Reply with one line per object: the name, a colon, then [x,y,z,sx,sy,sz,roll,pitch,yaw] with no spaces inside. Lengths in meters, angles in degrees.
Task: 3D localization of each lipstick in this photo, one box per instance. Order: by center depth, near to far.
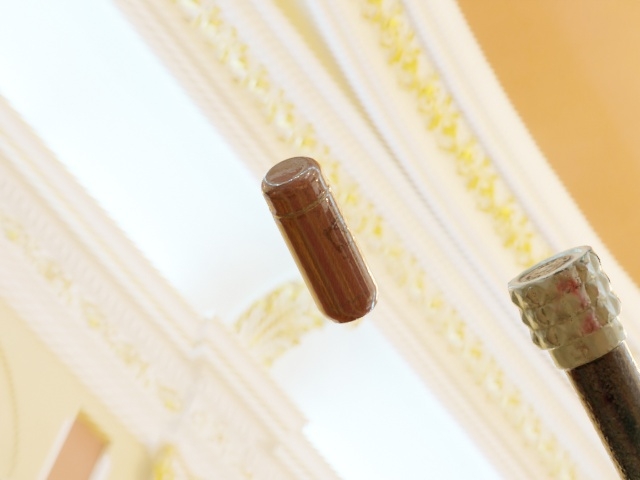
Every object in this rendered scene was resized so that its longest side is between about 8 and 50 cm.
lipstick: [0.110,0.059,0.599,0.037,0.037,0.116,-25,-82,31]

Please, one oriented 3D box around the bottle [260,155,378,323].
bottle: [0.000,0.000,1.285,0.053,0.053,0.140,-12,-57,24]
